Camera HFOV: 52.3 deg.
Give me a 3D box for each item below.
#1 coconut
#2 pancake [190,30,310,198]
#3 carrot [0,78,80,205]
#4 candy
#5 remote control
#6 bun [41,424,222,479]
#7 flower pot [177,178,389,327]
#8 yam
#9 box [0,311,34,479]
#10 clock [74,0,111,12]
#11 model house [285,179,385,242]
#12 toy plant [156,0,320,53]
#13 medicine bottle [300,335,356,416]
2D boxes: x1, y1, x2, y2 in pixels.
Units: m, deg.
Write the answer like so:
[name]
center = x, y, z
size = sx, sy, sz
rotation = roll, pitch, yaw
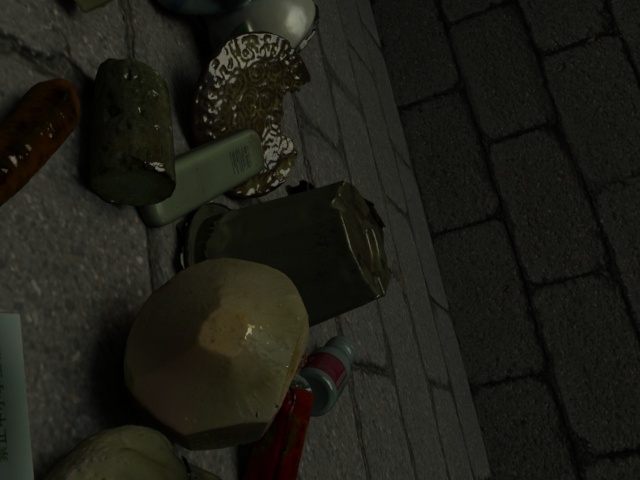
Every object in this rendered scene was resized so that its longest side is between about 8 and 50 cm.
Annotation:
[coconut]
center = -0.123, 0.128, 0.769
size = 0.197, 0.237, 0.237
rotation = 28, 24, 3
[pancake]
center = -0.115, -0.226, 1.178
size = 0.286, 0.033, 0.288
rotation = -45, 130, -28
[carrot]
center = -0.326, -0.079, 0.667
size = 0.066, 0.066, 0.314
rotation = 59, 23, -31
[candy]
center = -0.060, 0.292, 0.961
size = 0.086, 0.059, 0.292
rotation = 28, 72, -58
[remote control]
center = -0.177, -0.106, 1.028
size = 0.309, 0.038, 0.090
rotation = -42, 125, -55
[bun]
center = -0.159, 0.313, 0.618
size = 0.273, 0.168, 0.273
rotation = -21, 90, -78
[flower pot]
center = -0.040, 0.040, 1.032
size = 0.290, 0.259, 0.290
rotation = -19, 90, -72
[yam]
center = -0.250, -0.151, 0.869
size = 0.107, 0.107, 0.194
rotation = 40, 36, -56
[box]
center = -0.330, 0.123, 0.472
size = 0.243, 0.067, 0.155
rotation = 26, 47, -64
[clock]
center = -0.375, -0.515, 0.853
size = 0.379, 0.120, 0.276
rotation = 55, 20, -40
[model house]
center = 0.000, 0.000, 1.236
size = 0.243, 0.211, 0.204
rotation = 59, 21, -45
[toy plant]
center = -0.179, -0.483, 1.194
size = 0.332, 0.247, 0.247
rotation = 47, 31, -45
[medicine bottle]
center = 0.011, 0.247, 1.233
size = 0.090, 0.090, 0.217
rotation = 70, 19, -5
